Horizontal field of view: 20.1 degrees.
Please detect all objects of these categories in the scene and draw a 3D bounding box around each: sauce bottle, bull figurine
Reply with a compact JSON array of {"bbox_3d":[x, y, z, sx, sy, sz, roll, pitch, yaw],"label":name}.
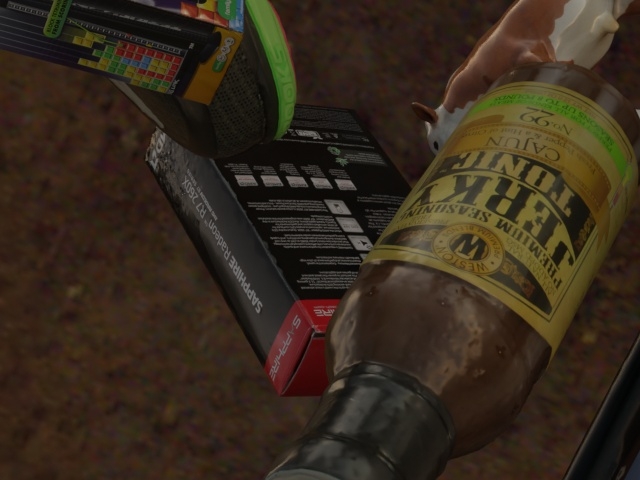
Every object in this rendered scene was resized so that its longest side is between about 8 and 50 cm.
[{"bbox_3d":[0.073,0.033,0.917,0.111,0.111,0.344,-22,22,38],"label":"sauce bottle"},{"bbox_3d":[0.227,-0.182,1.730,0.188,0.101,0.310,20,69,49],"label":"bull figurine"}]

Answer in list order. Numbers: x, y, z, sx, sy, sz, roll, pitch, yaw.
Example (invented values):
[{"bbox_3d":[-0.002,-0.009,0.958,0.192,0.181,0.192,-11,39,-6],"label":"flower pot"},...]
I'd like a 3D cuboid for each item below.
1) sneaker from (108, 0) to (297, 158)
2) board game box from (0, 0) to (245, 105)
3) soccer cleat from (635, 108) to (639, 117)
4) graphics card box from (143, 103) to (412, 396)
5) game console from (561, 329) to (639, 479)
[{"bbox_3d":[-0.229,-0.176,0.975,0.202,0.482,0.185,-61,15,-16],"label":"sneaker"},{"bbox_3d":[-0.103,-0.147,0.766,0.048,0.141,0.170,120,157,-45],"label":"board game box"},{"bbox_3d":[0.274,-0.085,1.637,0.196,0.068,0.076,0,53,14],"label":"soccer cleat"},{"bbox_3d":[0.000,0.000,1.754,0.371,0.232,0.094,57,134,41],"label":"graphics card box"},{"bbox_3d":[0.234,0.171,1.255,0.060,0.342,0.387,27,89,22],"label":"game console"}]
